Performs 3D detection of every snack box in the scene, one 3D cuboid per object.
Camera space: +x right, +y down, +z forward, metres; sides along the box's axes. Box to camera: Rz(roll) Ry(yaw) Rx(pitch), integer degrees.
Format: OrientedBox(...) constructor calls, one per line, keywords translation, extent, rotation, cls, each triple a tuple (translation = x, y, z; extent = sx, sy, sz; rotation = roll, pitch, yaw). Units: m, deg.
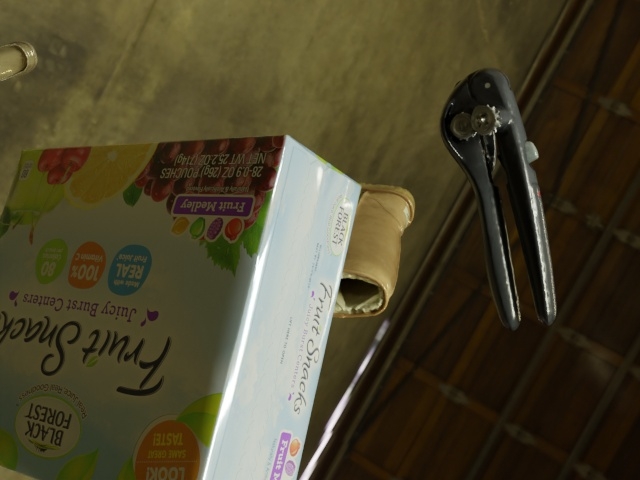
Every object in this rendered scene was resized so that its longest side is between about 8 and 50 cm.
OrientedBox(translation=(-0.095, 0.040, 0.423), extent=(0.070, 0.207, 0.174), rotation=(28, 71, -48), cls="snack box")

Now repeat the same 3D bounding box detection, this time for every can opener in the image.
OrientedBox(translation=(0.130, -0.030, 0.572), extent=(0.059, 0.186, 0.073), rotation=(-19, 172, 31), cls="can opener")

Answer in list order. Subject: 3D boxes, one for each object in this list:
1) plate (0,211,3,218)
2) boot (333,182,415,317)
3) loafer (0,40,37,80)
OrientedBox(translation=(-0.281, 0.045, 0.806), extent=(0.024, 0.188, 0.188), rotation=(-4, 122, -57), cls="plate")
OrientedBox(translation=(0.000, 0.000, 1.095), extent=(0.269, 0.236, 0.089), rotation=(-59, 143, -59), cls="boot")
OrientedBox(translation=(-0.530, -0.286, 1.347), extent=(0.050, 0.148, 0.056), rotation=(-61, 135, -58), cls="loafer")
